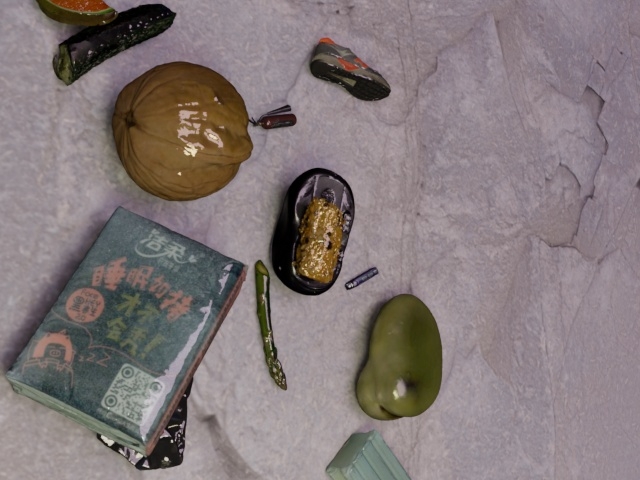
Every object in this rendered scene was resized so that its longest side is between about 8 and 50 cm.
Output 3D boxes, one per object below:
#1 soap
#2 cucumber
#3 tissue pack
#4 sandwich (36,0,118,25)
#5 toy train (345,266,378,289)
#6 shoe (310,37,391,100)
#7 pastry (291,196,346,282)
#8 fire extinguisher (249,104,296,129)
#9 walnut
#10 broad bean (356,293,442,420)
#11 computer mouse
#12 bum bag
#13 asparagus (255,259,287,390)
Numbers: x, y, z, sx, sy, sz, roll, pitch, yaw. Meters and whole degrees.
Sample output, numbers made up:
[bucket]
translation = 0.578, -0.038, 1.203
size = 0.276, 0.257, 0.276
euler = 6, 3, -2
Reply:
[soap]
translation = 0.108, 0.458, 1.580
size = 0.114, 0.063, 0.198
euler = -44, 108, -38
[cucumber]
translation = -0.334, -0.336, 1.402
size = 0.245, 0.067, 0.067
euler = -43, 108, -38
[tissue pack]
translation = -0.276, 0.126, 1.267
size = 0.228, 0.103, 0.315
euler = 26, 62, 1
[sandwich]
translation = -0.392, -0.368, 1.351
size = 0.135, 0.029, 0.067
euler = 16, 44, -5
[toy train]
translation = 0.081, 0.075, 1.671
size = 0.083, 0.017, 0.017
euler = -28, 97, -38
[shoe]
translation = 0.066, -0.345, 1.718
size = 0.194, 0.074, 0.077
euler = 17, 65, -33
[pastry]
translation = 0.000, 0.000, 1.487
size = 0.080, 0.056, 0.140
euler = 19, 85, -18
[fire extinguisher]
translation = -0.083, -0.228, 1.587
size = 0.100, 0.046, 0.032
euler = -13, 76, -41
[walnut]
translation = -0.216, -0.172, 1.373
size = 0.228, 0.228, 0.227
euler = 9, 75, -37
[broad bean]
translation = 0.167, 0.225, 1.643
size = 0.189, 0.121, 0.263
euler = 37, 58, -28
[computer mouse]
translation = -0.020, -0.016, 1.561
size = 0.137, 0.096, 0.233
euler = 18, 81, -26
[bum bag]
translation = -0.258, 0.199, 1.338
size = 0.137, 0.074, 0.310
euler = 16, 64, -19
[asparagus]
translation = -0.091, 0.149, 1.511
size = 0.034, 0.027, 0.236
euler = -6, 84, -29
